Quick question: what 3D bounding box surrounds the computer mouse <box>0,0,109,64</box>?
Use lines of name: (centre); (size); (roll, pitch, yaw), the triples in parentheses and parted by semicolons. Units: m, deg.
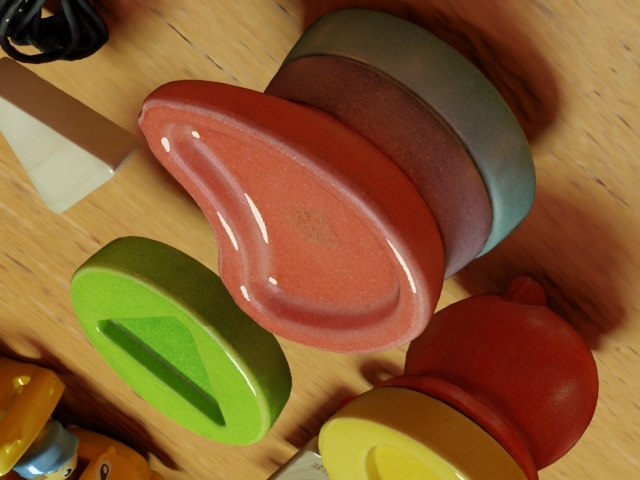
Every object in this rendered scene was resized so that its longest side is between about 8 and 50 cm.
computer mouse: (-0.229, -0.161, 0.909); (0.272, 0.072, 0.188); (23, 154, 5)

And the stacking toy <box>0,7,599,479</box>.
stacking toy: (0.000, 0.000, 0.986); (0.279, 0.130, 0.309); (21, 146, 34)

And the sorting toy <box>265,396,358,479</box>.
sorting toy: (0.036, 0.167, 1.292); (0.132, 0.046, 0.274); (29, 153, -6)

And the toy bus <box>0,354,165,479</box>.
toy bus: (-0.233, 0.144, 1.408); (0.220, 0.149, 0.211); (12, 135, 21)
